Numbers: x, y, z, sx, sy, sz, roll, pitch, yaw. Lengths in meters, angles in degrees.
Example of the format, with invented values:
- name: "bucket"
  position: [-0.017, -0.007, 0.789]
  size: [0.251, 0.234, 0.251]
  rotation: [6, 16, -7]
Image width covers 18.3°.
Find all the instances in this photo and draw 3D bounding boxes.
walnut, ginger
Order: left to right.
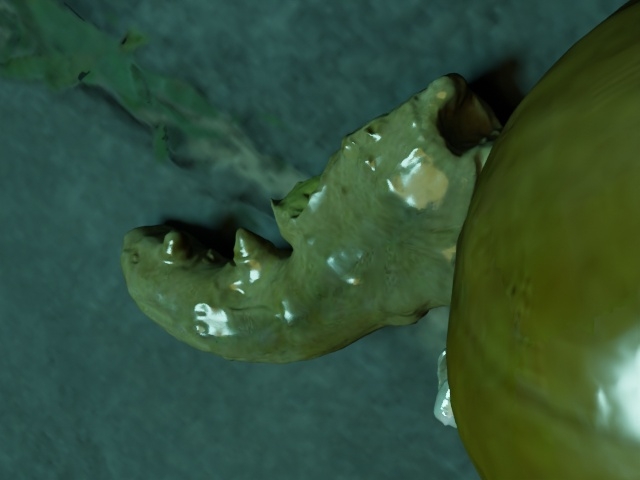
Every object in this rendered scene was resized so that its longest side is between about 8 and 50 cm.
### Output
- name: "ginger"
  position: [0.001, 0.003, 0.661]
  size: [0.173, 0.051, 0.069]
  rotation: [-26, 100, 35]
- name: "walnut"
  position: [0.177, 0.009, 0.481]
  size: [0.297, 0.203, 0.203]
  rotation: [-6, 115, 14]

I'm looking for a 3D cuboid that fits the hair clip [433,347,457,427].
- name: "hair clip"
  position: [0.135, 0.082, 0.636]
  size: [0.213, 0.056, 0.062]
  rotation: [21, 110, 7]
